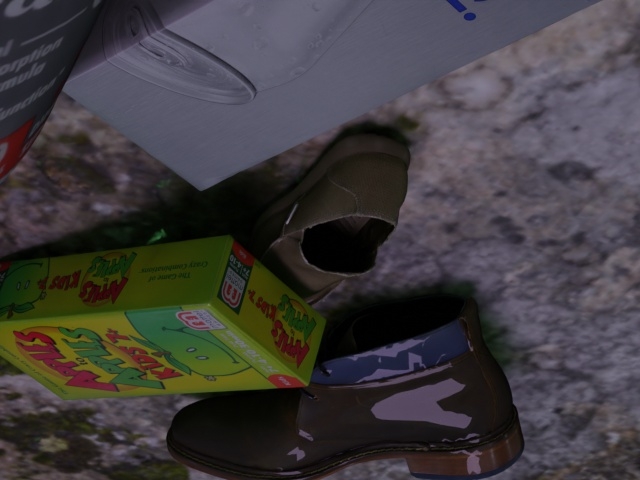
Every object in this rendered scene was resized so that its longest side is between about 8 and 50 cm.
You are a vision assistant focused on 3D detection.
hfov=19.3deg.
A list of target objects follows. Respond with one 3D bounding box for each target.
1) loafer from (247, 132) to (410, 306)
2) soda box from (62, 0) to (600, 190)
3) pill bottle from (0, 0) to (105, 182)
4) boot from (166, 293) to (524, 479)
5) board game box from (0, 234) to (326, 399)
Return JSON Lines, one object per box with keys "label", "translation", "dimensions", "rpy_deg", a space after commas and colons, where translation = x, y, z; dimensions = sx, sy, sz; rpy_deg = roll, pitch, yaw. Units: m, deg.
{"label": "loafer", "translation": [0.000, 0.000, 0.988], "dimensions": [0.056, 0.050, 0.148], "rpy_deg": [15, 142, -16]}
{"label": "soda box", "translation": [0.027, -0.126, 0.777], "dimensions": [0.286, 0.091, 0.098], "rpy_deg": [-23, 136, 31]}
{"label": "pill bottle", "translation": [-0.143, -0.173, 0.622], "dimensions": [0.210, 0.210, 0.363], "rpy_deg": [16, 143, -17]}
{"label": "boot", "translation": [0.005, 0.081, 1.103], "dimensions": [0.219, 0.082, 0.106], "rpy_deg": [-3, 122, 15]}
{"label": "board game box", "translation": [-0.098, 0.046, 1.029], "dimensions": [0.181, 0.043, 0.092], "rpy_deg": [-7, 146, 36]}
